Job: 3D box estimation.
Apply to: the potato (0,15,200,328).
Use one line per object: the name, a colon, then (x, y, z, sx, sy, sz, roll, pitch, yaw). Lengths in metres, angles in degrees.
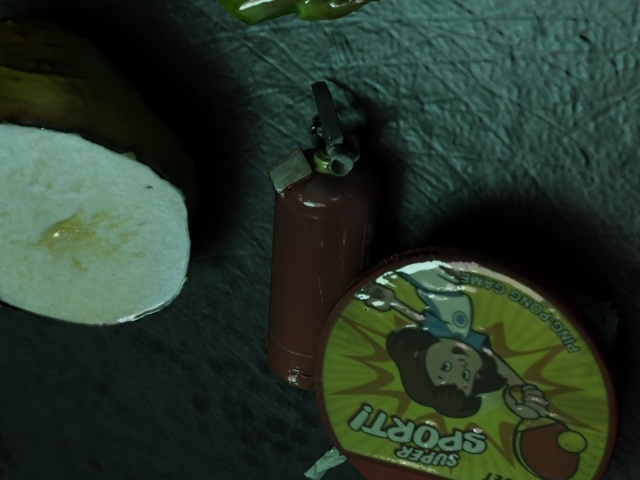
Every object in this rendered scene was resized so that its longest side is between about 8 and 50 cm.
potato: (-0.241, -0.074, 1.144, 0.246, 0.196, 0.299, -27, 133, 25)

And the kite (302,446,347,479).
kite: (0.050, 0.187, 1.251, 0.229, 0.012, 0.250, 44, 131, -4)

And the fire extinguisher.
fire extinguisher: (0.000, 0.000, 1.109, 0.105, 0.105, 0.269, 17, 127, 19)

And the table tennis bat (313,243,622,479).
table tennis bat: (0.120, 0.181, 1.103, 0.268, 0.051, 0.415, 14, 124, 15)

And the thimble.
thimble: (0.202, 0.085, 1.068, 0.110, 0.062, 0.084, -23, 106, 37)

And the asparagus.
asparagus: (0.010, -0.212, 0.976, 0.287, 0.080, 0.080, -11, 114, 33)
